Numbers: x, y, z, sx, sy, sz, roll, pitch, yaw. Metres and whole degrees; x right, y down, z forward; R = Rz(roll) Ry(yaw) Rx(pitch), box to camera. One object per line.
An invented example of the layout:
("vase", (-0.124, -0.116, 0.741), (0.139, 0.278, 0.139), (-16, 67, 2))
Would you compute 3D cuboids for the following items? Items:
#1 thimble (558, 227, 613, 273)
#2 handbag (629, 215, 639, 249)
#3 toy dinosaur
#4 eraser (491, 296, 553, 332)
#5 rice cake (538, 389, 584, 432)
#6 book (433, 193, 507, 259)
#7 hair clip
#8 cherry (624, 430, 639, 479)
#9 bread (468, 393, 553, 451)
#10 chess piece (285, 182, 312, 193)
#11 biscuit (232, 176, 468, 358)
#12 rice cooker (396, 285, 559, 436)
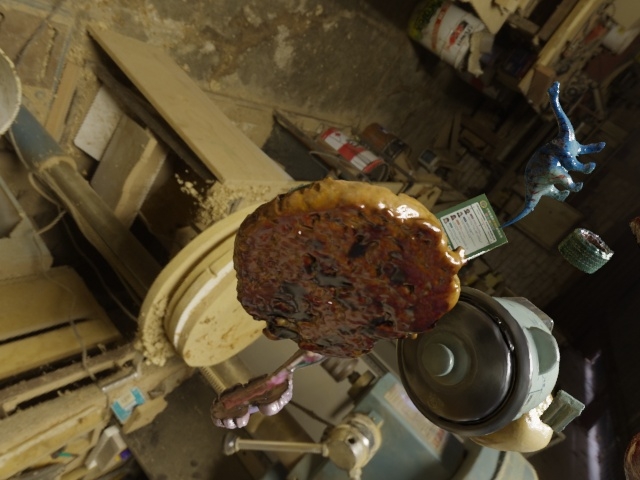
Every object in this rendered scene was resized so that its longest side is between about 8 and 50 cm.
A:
("thimble", (0.856, 0.032, 1.365), (0.119, 0.135, 0.090), (-16, 146, -39))
("handbag", (0.784, -0.009, 0.880), (0.181, 0.181, 0.254), (-44, 178, 36))
("toy dinosaur", (0.501, -0.152, 0.891), (0.076, 0.145, 0.329), (-50, 152, -57))
("eraser", (0.377, 0.205, 1.057), (0.111, 0.353, 0.077), (69, 23, -47))
("rice cake", (0.828, 0.595, 1.458), (0.040, 0.085, 0.226), (-41, 146, -27))
("book", (0.530, -0.035, 1.540), (0.264, 0.202, 0.027), (-23, 173, -12))
("hair clip", (-0.090, 0.293, 0.900), (0.300, 0.069, 0.173), (-33, -171, -18))
("cherry", (0.681, 0.456, 0.747), (0.206, 0.239, 0.239), (-17, 167, 16))
("bread", (0.737, 0.687, 1.757), (0.253, 0.347, 0.376), (9, 160, -28))
("chess piece", (0.000, 0.000, 1.179), (0.176, 0.176, 0.298), (-34, 122, -33))
("biscuit", (0.029, 0.049, 0.562), (0.334, 0.290, 0.081), (109, -9, -48))
("rice cooker", (0.302, 0.226, 0.821), (0.317, 0.264, 0.316), (-1, 166, 0))
